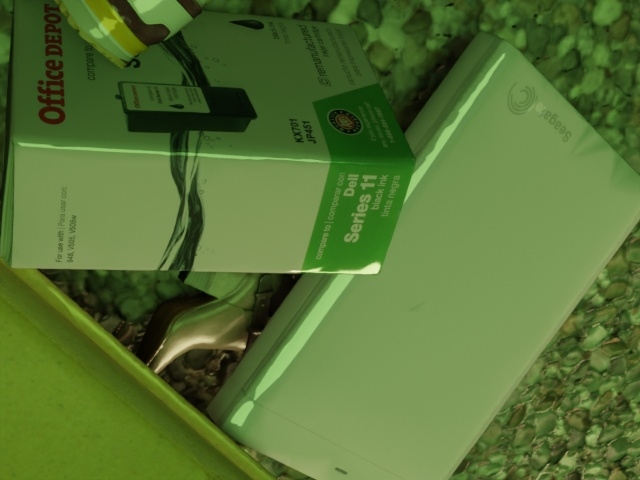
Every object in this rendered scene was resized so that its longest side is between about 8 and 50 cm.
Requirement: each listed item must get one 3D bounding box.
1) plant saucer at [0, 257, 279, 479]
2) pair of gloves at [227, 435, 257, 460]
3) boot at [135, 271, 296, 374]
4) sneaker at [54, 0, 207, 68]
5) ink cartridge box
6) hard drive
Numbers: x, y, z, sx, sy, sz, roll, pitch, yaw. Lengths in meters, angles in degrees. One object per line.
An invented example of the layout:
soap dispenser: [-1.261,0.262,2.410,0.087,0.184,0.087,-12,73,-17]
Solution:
plant saucer: [-0.236,0.169,0.618,0.332,0.081,0.333,-42,111,5]
pair of gloves: [-0.028,0.255,0.774,0.240,0.042,0.204,8,110,-19]
boot: [-0.070,0.061,0.676,0.087,0.042,0.118,24,105,-27]
sneaker: [-0.119,-0.181,0.501,0.084,0.069,0.185,-33,81,4]
ink cartridge box: [-0.071,-0.061,0.550,0.208,0.153,0.087,1,131,-18]
hard drive: [0.087,0.039,0.681,0.203,0.040,0.307,35,93,-35]
